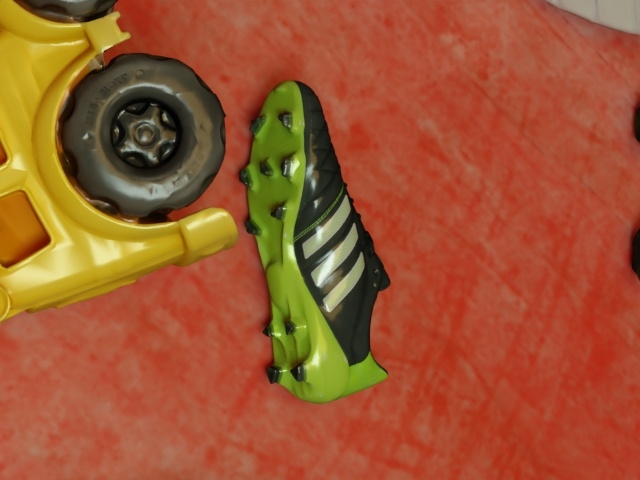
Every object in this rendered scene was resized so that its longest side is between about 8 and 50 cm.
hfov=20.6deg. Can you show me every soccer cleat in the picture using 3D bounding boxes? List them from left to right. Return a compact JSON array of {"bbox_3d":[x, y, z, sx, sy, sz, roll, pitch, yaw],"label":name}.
[{"bbox_3d":[0.000,0.000,0.978,0.072,0.060,0.179,-7,94,-36],"label":"soccer cleat"}]

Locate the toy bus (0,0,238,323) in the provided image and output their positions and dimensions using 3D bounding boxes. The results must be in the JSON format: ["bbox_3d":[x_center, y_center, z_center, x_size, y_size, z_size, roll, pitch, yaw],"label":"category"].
[{"bbox_3d":[-0.170,-0.060,0.864,0.211,0.149,0.220,-25,93,-10],"label":"toy bus"}]

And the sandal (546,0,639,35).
[{"bbox_3d":[0.272,-0.208,1.085,0.416,0.102,0.169,8,117,-6],"label":"sandal"}]

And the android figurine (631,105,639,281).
[{"bbox_3d":[0.323,-0.020,1.134,0.272,0.056,0.248,5,82,-25],"label":"android figurine"}]
